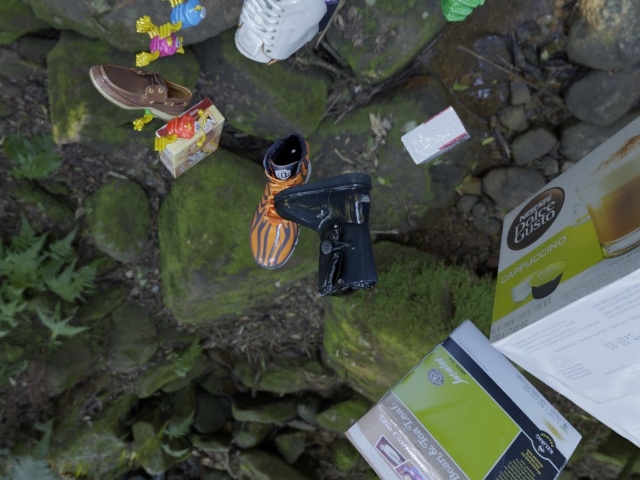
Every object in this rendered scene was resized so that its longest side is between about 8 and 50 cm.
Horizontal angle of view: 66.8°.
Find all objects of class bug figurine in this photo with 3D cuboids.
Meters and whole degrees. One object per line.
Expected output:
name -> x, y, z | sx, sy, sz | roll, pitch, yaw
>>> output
bug figurine -> -0.273, -0.304, 0.887 | 0.072, 0.279, 0.216 | -3, -166, -41

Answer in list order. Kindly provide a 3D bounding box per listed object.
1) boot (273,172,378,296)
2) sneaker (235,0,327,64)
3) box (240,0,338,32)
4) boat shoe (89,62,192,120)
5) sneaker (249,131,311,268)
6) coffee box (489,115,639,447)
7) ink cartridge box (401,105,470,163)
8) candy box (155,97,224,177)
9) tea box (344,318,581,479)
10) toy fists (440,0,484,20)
boot -> 0.000, 0.000, 0.892 | 0.094, 0.207, 0.246 | 8, 168, -43
sneaker -> -0.066, -0.309, 0.682 | 0.123, 0.290, 0.106 | -42, 92, 5
box -> -0.111, -0.644, 1.232 | 0.261, 0.184, 0.103 | 49, 142, 5
boat shoe -> -0.261, -0.230, 0.726 | 0.060, 0.064, 0.178 | -26, 172, 20
sneaker -> -0.100, -0.104, 1.113 | 0.125, 0.321, 0.180 | 9, 163, 3
coffee box -> 0.522, 0.061, 0.765 | 0.338, 0.334, 0.337 | 33, 138, -8
ink cartridge box -> 0.211, -0.186, 0.873 | 0.099, 0.056, 0.135 | -31, 178, 23
candy box -> -0.405, -0.309, 1.509 | 0.087, 0.183, 0.316 | 52, 164, -6
tea box -> 0.293, 0.412, 1.031 | 0.329, 0.323, 0.220 | 48, 143, 18
toy fists -> 0.408, -0.688, 1.227 | 0.096, 0.142, 0.279 | 23, 136, -19
